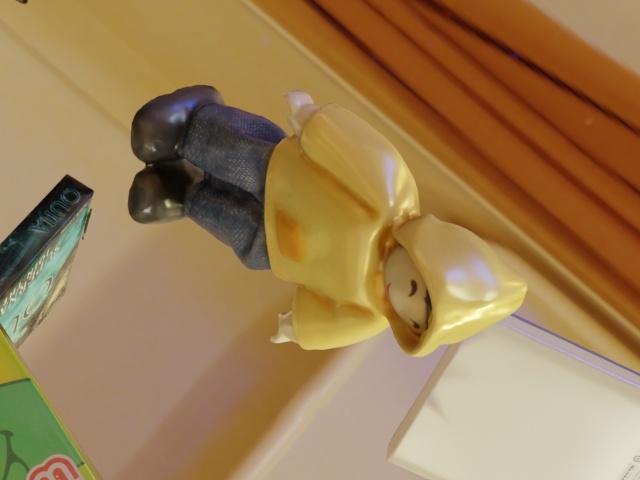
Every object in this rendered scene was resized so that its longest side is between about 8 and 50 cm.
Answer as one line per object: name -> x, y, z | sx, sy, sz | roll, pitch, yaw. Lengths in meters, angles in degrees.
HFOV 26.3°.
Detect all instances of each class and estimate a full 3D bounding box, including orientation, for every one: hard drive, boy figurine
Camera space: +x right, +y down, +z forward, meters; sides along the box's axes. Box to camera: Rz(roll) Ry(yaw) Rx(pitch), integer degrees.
hard drive -> 0.257, 0.212, 1.422 | 0.040, 0.318, 0.210 | -75, -169, -61
boy figurine -> 0.000, 0.000, 0.877 | 0.092, 0.285, 0.177 | -20, 129, -43

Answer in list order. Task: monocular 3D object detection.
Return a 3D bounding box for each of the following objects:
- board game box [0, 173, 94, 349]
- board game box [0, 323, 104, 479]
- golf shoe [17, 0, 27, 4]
board game box -> -0.213, 0.056, 0.868 | 0.186, 0.026, 0.126 | -55, 175, -40
board game box -> -0.166, 0.055, 0.534 | 0.092, 0.181, 0.043 | -33, 169, -9
golf shoe -> -0.215, -0.234, 0.802 | 0.105, 0.120, 0.273 | -19, 168, -19
